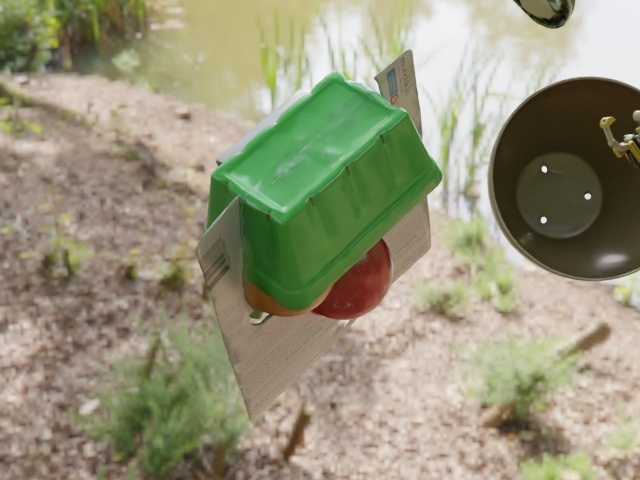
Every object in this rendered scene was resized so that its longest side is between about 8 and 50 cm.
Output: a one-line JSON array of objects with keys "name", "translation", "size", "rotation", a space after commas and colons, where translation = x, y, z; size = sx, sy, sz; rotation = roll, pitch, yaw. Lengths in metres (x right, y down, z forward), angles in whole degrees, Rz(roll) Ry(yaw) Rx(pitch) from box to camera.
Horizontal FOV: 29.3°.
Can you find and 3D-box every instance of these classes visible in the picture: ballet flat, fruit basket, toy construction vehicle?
[{"name": "ballet flat", "translation": [0.217, -0.307, 1.387], "size": [0.188, 0.070, 0.070], "rotation": [34, 18, -16]}, {"name": "fruit basket", "translation": [0.000, 0.000, 1.348], "size": [0.165, 0.353, 0.327], "rotation": [37, 67, 24]}, {"name": "toy construction vehicle", "translation": [0.387, -0.111, 1.462], "size": [0.035, 0.098, 0.086], "rotation": [-51, 26, -16]}]

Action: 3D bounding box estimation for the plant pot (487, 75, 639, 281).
[{"name": "plant pot", "translation": [0.367, -0.078, 1.766], "size": [0.284, 0.284, 0.191], "rotation": [-3, -5, -3]}]
